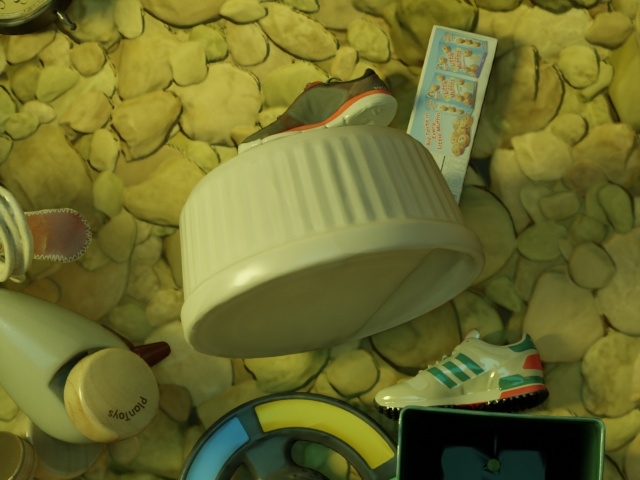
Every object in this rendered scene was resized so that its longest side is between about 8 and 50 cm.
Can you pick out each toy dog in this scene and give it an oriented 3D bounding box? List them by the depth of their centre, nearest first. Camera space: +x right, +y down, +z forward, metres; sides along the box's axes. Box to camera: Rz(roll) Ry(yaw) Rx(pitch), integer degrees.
[{"bbox_3d":[-0.251,0.055,1.604,0.220,0.161,0.334,-3,118,41],"label":"toy dog"}]

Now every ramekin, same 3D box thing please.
[{"bbox_3d":[0.000,0.000,1.550,0.273,0.273,0.127,-16,71,3],"label":"ramekin"}]

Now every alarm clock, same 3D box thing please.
[{"bbox_3d":[-0.316,-0.267,1.692,0.192,0.064,0.129,11,86,3],"label":"alarm clock"}]

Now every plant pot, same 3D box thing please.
[{"bbox_3d":[0.151,0.232,1.522,0.165,0.234,0.166,3,84,5],"label":"plant pot"}]

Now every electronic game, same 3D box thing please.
[{"bbox_3d":[-0.022,0.253,1.618,0.229,0.048,0.229,0,81,-2],"label":"electronic game"}]

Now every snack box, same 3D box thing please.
[{"bbox_3d":[0.117,-0.111,1.664,0.064,0.022,0.178,14,86,7],"label":"snack box"}]

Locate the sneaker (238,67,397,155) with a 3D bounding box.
[{"bbox_3d":[-0.007,-0.115,1.667,0.158,0.061,0.065,-21,56,1],"label":"sneaker"}]

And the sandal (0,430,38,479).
[{"bbox_3d":[-0.343,0.219,1.638,0.240,0.079,0.088,-2,61,34],"label":"sandal"}]

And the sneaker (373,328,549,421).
[{"bbox_3d":[0.128,0.124,1.631,0.161,0.057,0.075,-8,67,5],"label":"sneaker"}]
